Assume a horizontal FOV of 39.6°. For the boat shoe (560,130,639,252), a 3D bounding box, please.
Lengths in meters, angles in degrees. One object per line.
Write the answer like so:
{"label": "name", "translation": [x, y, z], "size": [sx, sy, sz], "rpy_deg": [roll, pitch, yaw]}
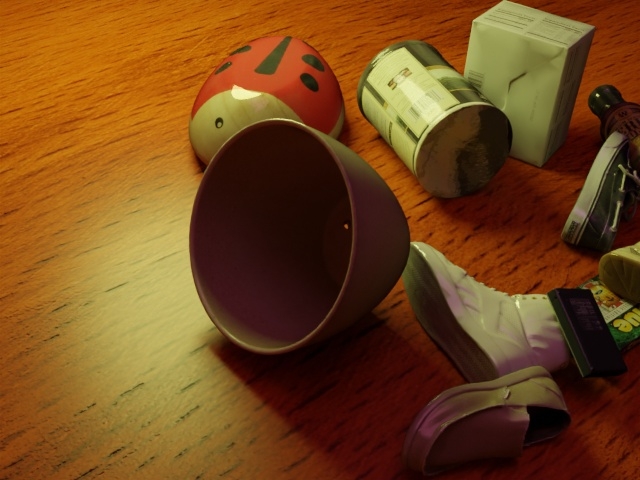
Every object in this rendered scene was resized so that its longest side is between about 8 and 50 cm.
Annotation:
{"label": "boat shoe", "translation": [0.537, -0.090, 1.637], "size": [0.105, 0.113, 0.306], "rpy_deg": [24, 43, 14]}

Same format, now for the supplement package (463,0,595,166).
{"label": "supplement package", "translation": [0.407, -0.319, 1.803], "size": [0.204, 0.262, 0.145], "rpy_deg": [25, 41, 25]}

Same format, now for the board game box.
{"label": "board game box", "translation": [0.471, 0.112, 1.427], "size": [0.260, 0.030, 0.136], "rpy_deg": [-24, 47, -33]}

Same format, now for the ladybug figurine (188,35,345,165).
{"label": "ladybug figurine", "translation": [-0.102, -0.287, 1.789], "size": [0.305, 0.162, 0.449], "rpy_deg": [9, 37, 6]}

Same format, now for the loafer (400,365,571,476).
{"label": "loafer", "translation": [0.225, 0.241, 1.165], "size": [0.268, 0.102, 0.092], "rpy_deg": [-18, 36, -28]}

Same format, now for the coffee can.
{"label": "coffee can", "translation": [0.215, -0.238, 1.726], "size": [0.201, 0.201, 0.275], "rpy_deg": [-10, 40, -19]}

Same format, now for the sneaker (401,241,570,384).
{"label": "sneaker", "translation": [0.253, 0.104, 1.361], "size": [0.169, 0.108, 0.292], "rpy_deg": [-13, 50, -25]}

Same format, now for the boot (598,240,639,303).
{"label": "boot", "translation": [0.608, 0.057, 1.415], "size": [0.203, 0.095, 0.262], "rpy_deg": [-26, 38, -35]}

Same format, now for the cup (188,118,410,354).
{"label": "cup", "translation": [0.000, 0.000, 1.331], "size": [0.237, 0.331, 0.331], "rpy_deg": [5, 27, -48]}

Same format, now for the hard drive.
{"label": "hard drive", "translation": [0.390, 0.134, 1.301], "size": [0.094, 0.022, 0.135], "rpy_deg": [5, 56, -39]}

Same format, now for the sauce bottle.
{"label": "sauce bottle", "translation": [0.637, -0.208, 1.809], "size": [0.111, 0.111, 0.344], "rpy_deg": [-2, 36, -9]}
